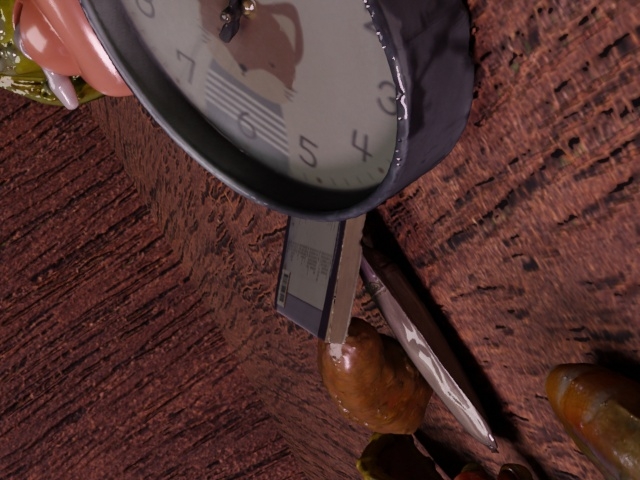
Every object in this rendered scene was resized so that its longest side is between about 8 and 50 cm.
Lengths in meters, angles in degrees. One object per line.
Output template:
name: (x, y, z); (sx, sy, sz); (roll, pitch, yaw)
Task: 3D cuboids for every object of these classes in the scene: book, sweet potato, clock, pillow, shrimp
book: (0.001, 0.000, 1.230); (0.231, 0.026, 0.157); (-161, 79, -76)
sweet potato: (0.059, 0.142, 1.346); (0.354, 0.095, 0.106); (46, -159, -77)
clock: (-0.046, -0.155, 0.890); (0.325, 0.067, 0.325); (34, 148, 25)
pillow: (0.096, 0.095, 1.253); (0.232, 0.038, 0.130); (57, 178, 7)
shrimp: (0.214, 0.150, 0.839); (0.150, 0.068, 0.249); (50, 177, -17)

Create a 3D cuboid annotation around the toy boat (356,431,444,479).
toy boat: (0.120, 0.275, 1.489); (0.141, 0.099, 0.318); (19, -177, -21)

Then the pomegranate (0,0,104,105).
pomegranate: (-0.267, -0.295, 1.374); (0.260, 0.260, 0.340); (47, 132, 47)

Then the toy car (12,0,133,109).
toy car: (-0.167, -0.242, 1.078); (0.180, 0.212, 0.270); (42, 160, 57)

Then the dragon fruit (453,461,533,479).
dragon fruit: (0.175, 0.279, 1.183); (0.207, 0.150, 0.133); (60, 141, 30)
